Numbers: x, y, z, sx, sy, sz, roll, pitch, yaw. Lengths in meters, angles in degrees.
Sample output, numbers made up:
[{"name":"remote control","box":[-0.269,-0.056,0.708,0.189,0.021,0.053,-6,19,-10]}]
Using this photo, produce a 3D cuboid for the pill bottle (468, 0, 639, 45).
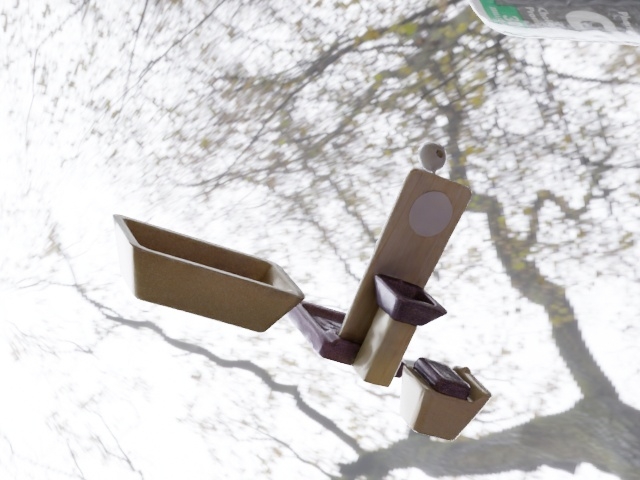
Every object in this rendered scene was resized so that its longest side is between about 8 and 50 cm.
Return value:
[{"name":"pill bottle","box":[0.315,-0.272,1.142,0.204,0.361,0.204,-13,-72,-44]}]

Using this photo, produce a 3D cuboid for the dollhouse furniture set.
[{"name":"dollhouse furniture set","box":[0.000,0.000,0.420,0.114,0.091,0.081,18,-76,-28]}]
